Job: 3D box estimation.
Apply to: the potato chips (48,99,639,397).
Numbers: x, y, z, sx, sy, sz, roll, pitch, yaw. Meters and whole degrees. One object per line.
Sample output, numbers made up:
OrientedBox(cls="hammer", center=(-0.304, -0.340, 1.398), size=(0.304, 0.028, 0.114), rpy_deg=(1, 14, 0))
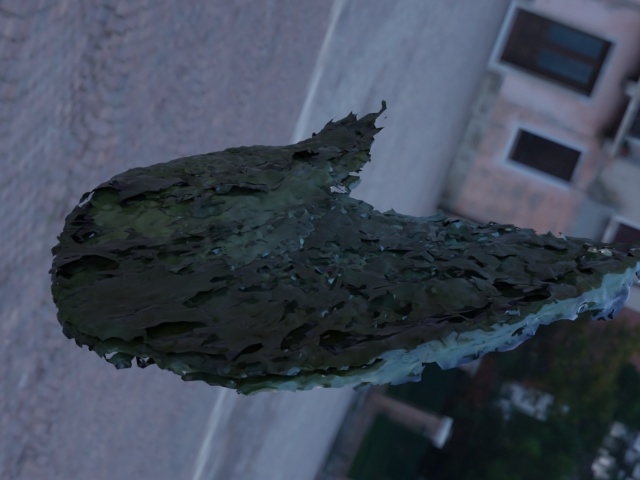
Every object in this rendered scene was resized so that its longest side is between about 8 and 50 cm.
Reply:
OrientedBox(cls="potato chips", center=(0.000, -0.004, 0.492), size=(0.220, 0.202, 0.029), rpy_deg=(-137, -141, -61))
